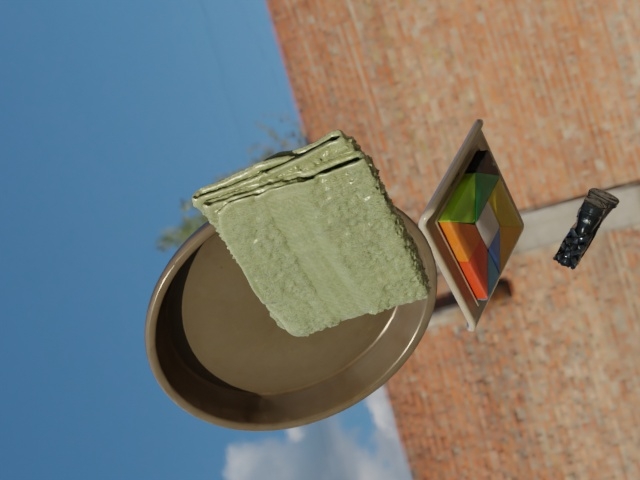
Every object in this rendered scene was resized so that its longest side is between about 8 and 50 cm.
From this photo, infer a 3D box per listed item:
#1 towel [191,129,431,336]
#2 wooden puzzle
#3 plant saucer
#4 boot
[{"bbox_3d":[0.000,0.000,0.711,0.027,0.110,0.148,-93,-21,-44],"label":"towel"},{"bbox_3d":[0.231,-0.022,1.698,0.221,0.044,0.238,-58,-44,-36],"label":"wooden puzzle"},{"bbox_3d":[-0.027,0.061,1.077,0.278,0.278,0.041,60,-178,-39],"label":"plant saucer"},{"bbox_3d":[0.370,-0.016,1.632,0.121,0.045,0.099,-29,-36,-60],"label":"boot"}]
